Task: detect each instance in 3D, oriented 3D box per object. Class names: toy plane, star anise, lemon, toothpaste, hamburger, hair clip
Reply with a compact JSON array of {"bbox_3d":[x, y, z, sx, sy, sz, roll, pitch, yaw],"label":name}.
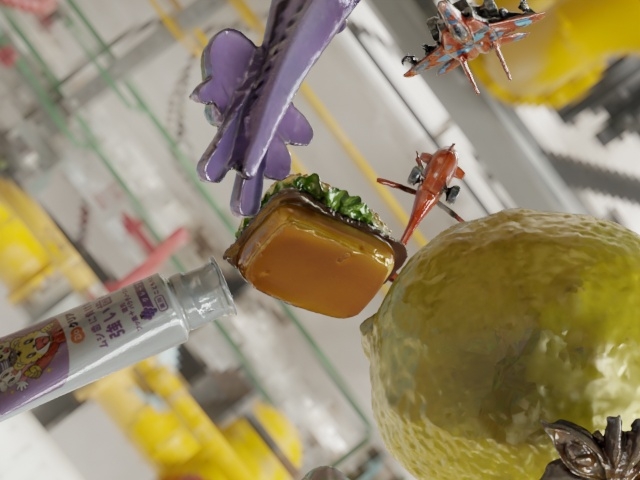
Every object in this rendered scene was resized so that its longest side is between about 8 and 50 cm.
[{"bbox_3d":[0.115,-0.175,1.548,0.130,0.061,0.189,-22,160,11],"label":"toy plane"},{"bbox_3d":[0.210,0.163,1.437,0.124,0.129,0.056,-42,-140,28],"label":"star anise"},{"bbox_3d":[0.188,0.104,1.611,0.322,0.268,0.268,0,-154,24],"label":"lemon"},{"bbox_3d":[-0.231,0.101,1.857,0.299,0.073,0.114,-23,-136,-7],"label":"toothpaste"},{"bbox_3d":[0.000,0.000,1.855,0.137,0.166,0.087,-46,-149,30],"label":"hamburger"},{"bbox_3d":[0.115,-0.044,2.332,0.194,0.126,0.077,-39,164,-29],"label":"toy plane"},{"bbox_3d":[-0.031,-0.143,1.595,0.090,0.137,0.278,10,-119,42],"label":"hair clip"}]

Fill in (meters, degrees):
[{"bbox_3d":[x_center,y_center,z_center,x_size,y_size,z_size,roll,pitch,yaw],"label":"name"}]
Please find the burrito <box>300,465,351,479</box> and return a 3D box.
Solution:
[{"bbox_3d":[0.042,0.245,1.329,0.089,0.229,0.143,16,-98,35],"label":"burrito"}]
